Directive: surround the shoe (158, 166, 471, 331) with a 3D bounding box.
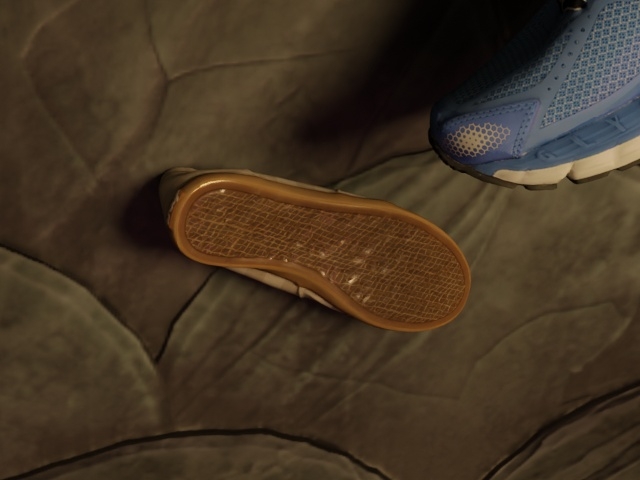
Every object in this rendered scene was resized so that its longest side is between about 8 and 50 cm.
[{"bbox_3d":[0.000,0.000,0.678,0.219,0.058,0.076,20,96,-31],"label":"shoe"}]

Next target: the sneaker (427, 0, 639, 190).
[{"bbox_3d":[0.167,-0.161,0.515,0.147,0.130,0.330,42,103,-18],"label":"sneaker"}]
